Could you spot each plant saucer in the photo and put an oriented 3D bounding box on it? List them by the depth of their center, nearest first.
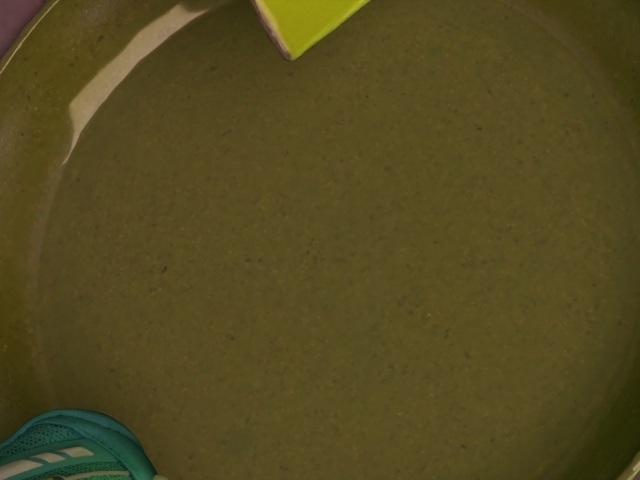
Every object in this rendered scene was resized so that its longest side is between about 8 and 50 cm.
[{"bbox_3d":[0.000,0.000,0.503,0.241,0.037,0.241,-5,69,14],"label":"plant saucer"}]

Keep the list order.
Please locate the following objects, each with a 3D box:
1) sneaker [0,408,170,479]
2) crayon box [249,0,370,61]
[{"bbox_3d":[-0.160,0.125,0.444,0.275,0.110,0.107,-19,128,5],"label":"sneaker"},{"bbox_3d":[-0.043,-0.229,0.490,0.202,0.081,0.318,-39,103,-22],"label":"crayon box"}]
